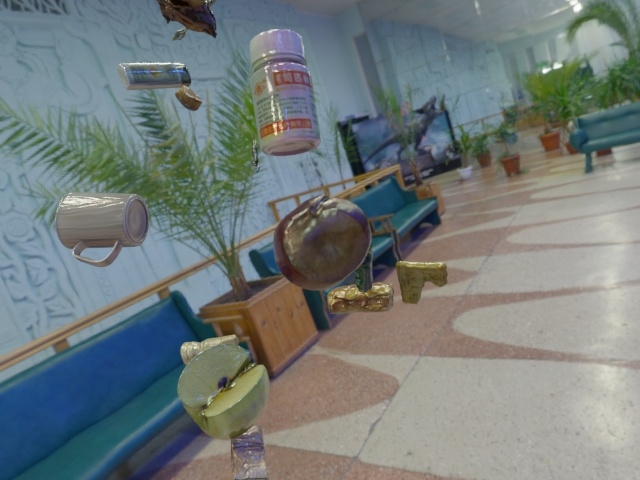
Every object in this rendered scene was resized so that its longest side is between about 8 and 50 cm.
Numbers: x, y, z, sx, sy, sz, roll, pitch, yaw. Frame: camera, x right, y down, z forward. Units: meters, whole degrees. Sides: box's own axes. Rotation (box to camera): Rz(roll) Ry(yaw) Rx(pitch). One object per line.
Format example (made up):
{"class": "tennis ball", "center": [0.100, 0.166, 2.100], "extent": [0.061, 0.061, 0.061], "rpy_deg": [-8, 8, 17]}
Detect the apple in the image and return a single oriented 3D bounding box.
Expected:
{"class": "apple", "center": [-0.314, 0.518, 1.524], "extent": [0.295, 0.233, 0.258], "rpy_deg": [22, 40, 29]}

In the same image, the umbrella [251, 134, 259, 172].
{"class": "umbrella", "center": [-0.148, -0.196, 1.022], "extent": [0.013, 0.122, 0.022], "rpy_deg": [16, -45, -32]}

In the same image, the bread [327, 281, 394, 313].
{"class": "bread", "center": [0.208, 0.298, 2.335], "extent": [0.344, 0.149, 0.195], "rpy_deg": [-5, -6, 18]}

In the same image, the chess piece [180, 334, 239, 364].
{"class": "chess piece", "center": [-0.579, 0.574, 2.404], "extent": [0.301, 0.137, 0.137], "rpy_deg": [-14, 10, 4]}

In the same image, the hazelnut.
{"class": "hazelnut", "center": [0.000, 0.000, 1.818], "extent": [0.409, 0.359, 0.359], "rpy_deg": [-39, 16, -16]}

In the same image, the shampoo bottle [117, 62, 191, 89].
{"class": "shampoo bottle", "center": [-0.548, -0.548, 1.506], "extent": [0.227, 0.086, 0.056], "rpy_deg": [-21, -6, -43]}

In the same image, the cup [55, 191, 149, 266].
{"class": "cup", "center": [-0.824, -0.058, 1.689], "extent": [0.273, 0.208, 0.288], "rpy_deg": [0, 33, 5]}

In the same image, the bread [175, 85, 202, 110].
{"class": "bread", "center": [-0.434, -0.460, 1.477], "extent": [0.053, 0.085, 0.085], "rpy_deg": [-44, 2, 18]}

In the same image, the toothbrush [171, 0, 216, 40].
{"class": "toothbrush", "center": [-0.397, -0.750, 1.481], "extent": [0.375, 0.028, 0.037], "rpy_deg": [-13, 23, 47]}

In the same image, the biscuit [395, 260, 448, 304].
{"class": "biscuit", "center": [0.358, 0.147, 1.567], "extent": [0.183, 0.174, 0.039], "rpy_deg": [-4, 25, 30]}

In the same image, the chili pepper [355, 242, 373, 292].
{"class": "chili pepper", "center": [0.205, 0.098, 2.145], "extent": [0.099, 0.270, 0.136], "rpy_deg": [7, 32, 27]}

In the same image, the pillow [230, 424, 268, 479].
{"class": "pillow", "center": [-0.247, 0.721, 1.551], "extent": [0.126, 0.043, 0.232], "rpy_deg": [11, 23, -19]}

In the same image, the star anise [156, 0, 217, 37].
{"class": "star anise", "center": [-0.359, -0.681, 1.134], "extent": [0.237, 0.346, 0.148], "rpy_deg": [19, 43, 38]}

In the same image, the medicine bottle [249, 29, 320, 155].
{"class": "medicine bottle", "center": [-0.130, -0.508, 1.587], "extent": [0.219, 0.388, 0.219], "rpy_deg": [-8, -4, -1]}
